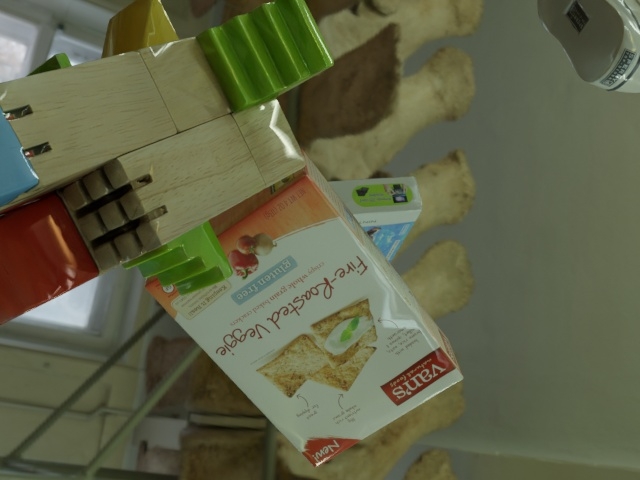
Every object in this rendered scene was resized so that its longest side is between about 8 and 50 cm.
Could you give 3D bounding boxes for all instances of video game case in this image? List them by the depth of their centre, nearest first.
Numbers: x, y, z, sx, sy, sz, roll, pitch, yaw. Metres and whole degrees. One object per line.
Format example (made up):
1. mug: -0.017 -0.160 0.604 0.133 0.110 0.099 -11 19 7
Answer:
1. video game case: 0.000 0.000 1.259 0.269 0.244 0.061 111 -28 -61

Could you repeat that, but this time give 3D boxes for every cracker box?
1. cracker box: -0.009 0.063 0.682 0.155 0.232 0.067 -34 -155 11

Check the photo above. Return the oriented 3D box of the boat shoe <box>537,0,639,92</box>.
1. boat shoe: 0.305 -0.242 0.874 0.267 0.088 0.096 -95 -154 -51

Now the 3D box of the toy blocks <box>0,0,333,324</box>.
1. toy blocks: -0.199 -0.004 0.485 0.381 0.261 0.191 -21 -82 36
